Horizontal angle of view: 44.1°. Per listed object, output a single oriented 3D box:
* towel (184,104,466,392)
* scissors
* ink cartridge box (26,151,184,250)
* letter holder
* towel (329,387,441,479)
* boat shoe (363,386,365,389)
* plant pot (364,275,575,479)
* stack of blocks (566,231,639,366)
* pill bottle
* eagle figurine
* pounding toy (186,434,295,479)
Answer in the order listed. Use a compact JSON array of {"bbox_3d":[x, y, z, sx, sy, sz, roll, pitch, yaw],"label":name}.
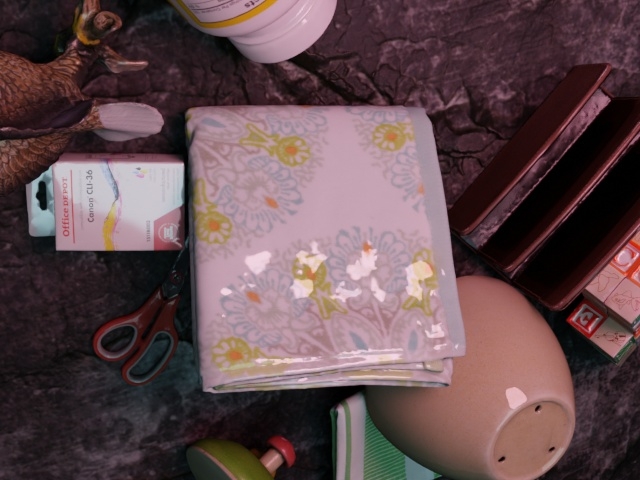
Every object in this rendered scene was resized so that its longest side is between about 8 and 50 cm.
[{"bbox_3d":[0.000,0.000,0.970,0.320,0.090,0.375,-1,69,-13],"label":"towel"},{"bbox_3d":[-0.198,0.069,1.085,0.109,0.021,0.297,37,94,-21],"label":"scissors"},{"bbox_3d":[-0.271,-0.049,0.991,0.198,0.067,0.115,-1,107,-10],"label":"ink cartridge box"},{"bbox_3d":[0.337,-0.077,1.063,0.152,0.214,0.302,40,94,-10],"label":"letter holder"},{"bbox_3d":[0.169,0.287,1.207,0.324,0.038,0.248,-14,125,-17],"label":"towel"},{"bbox_3d":[0.122,0.179,1.185,0.060,0.064,0.178,23,103,-23],"label":"boat shoe"},{"bbox_3d":[0.228,0.214,1.058,0.284,0.191,0.284,-10,115,-21],"label":"plant pot"},{"bbox_3d":[0.444,0.080,1.134,0.171,0.087,0.297,-51,155,4],"label":"stack of blocks"},{"bbox_3d":[-0.114,-0.338,0.822,0.188,0.188,0.334,-45,145,2],"label":"pill bottle"},{"bbox_3d":[-0.337,-0.138,0.834,0.298,0.225,0.226,-57,151,-31],"label":"eagle figurine"},{"bbox_3d":[-0.085,0.359,1.150,0.110,0.182,0.237,-37,117,-30],"label":"pounding toy"}]
